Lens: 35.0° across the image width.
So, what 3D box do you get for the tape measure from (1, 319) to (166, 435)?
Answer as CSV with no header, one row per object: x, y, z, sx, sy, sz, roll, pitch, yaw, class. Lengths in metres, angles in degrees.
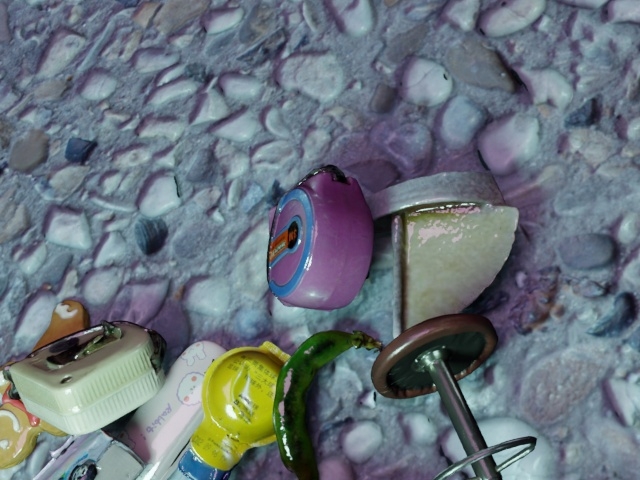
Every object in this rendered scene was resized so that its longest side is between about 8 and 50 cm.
-0.406,0.220,1.787,0.231,0.133,0.271,-30,20,-34,tape measure

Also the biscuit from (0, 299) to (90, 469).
-0.531,0.281,1.924,0.216,0.047,0.340,34,79,33,biscuit

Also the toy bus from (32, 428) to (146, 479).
-0.440,0.447,1.672,0.317,0.112,0.138,-47,39,-15,toy bus

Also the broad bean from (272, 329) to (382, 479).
-0.010,0.265,1.704,0.144,0.049,0.292,28,71,-5,broad bean

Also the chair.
0.216,0.276,1.535,0.226,0.226,0.401,-27,56,6,chair

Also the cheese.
-0.138,0.293,1.717,0.177,0.069,0.270,35,66,-6,cheese

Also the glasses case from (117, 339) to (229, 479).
-0.258,0.309,1.785,0.113,0.075,0.297,30,78,31,glasses case

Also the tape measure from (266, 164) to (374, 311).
0.000,0.000,1.771,0.231,0.149,0.245,-34,50,56,tape measure

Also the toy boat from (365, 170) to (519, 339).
0.213,0.005,1.747,0.276,0.111,0.293,-24,60,7,toy boat
